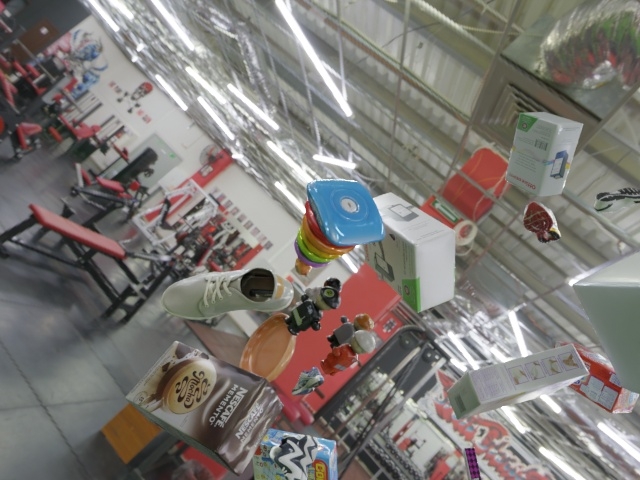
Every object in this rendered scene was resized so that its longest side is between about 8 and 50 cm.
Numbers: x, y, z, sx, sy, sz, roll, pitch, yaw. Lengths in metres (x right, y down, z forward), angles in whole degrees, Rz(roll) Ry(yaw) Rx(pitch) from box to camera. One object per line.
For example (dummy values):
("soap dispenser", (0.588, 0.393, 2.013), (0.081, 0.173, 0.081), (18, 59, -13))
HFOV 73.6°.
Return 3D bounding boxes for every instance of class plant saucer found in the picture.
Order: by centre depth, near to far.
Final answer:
("plant saucer", (-0.129, 0.281, 1.085), (0.037, 0.200, 0.200), (39, -4, -27))

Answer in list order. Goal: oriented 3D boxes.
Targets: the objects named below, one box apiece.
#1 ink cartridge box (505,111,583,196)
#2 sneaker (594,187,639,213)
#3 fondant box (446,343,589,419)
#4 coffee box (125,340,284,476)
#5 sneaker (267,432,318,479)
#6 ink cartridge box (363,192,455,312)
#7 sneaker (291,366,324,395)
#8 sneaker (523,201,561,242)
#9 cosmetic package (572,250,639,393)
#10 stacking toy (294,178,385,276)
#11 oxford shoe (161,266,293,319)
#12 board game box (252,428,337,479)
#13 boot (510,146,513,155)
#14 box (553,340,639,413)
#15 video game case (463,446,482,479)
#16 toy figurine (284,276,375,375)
("ink cartridge box", (0.645, -0.254, 1.254), (0.154, 0.093, 0.212), (-121, -151, -58))
("sneaker", (0.661, -0.087, 0.950), (0.040, 0.109, 0.043), (-91, 173, -47))
("fondant box", (0.570, 0.424, 1.270), (0.238, 0.331, 0.096), (89, -14, -58))
("coffee box", (-0.254, 0.354, 0.940), (0.298, 0.168, 0.118), (9, -44, 33))
("sneaker", (-0.115, 0.743, 1.398), (0.153, 0.234, 0.094), (21, -3, -5))
("ink cartridge box", (0.214, 0.020, 1.097), (0.273, 0.115, 0.198), (-134, -151, -56))
("sneaker", (-0.041, 0.416, 1.266), (0.052, 0.135, 0.058), (15, 45, -41))
("sneaker", (0.737, -0.072, 1.441), (0.088, 0.092, 0.225), (-17, -34, 33))
("cosmetic package", (0.949, 0.172, 1.050), (0.327, 0.394, 0.329), (101, -35, -85))
("stacking toy", (0.000, 0.000, 1.040), (0.302, 0.166, 0.175), (-51, -127, 48))
("oxford shoe", (-0.316, 0.166, 1.408), (0.130, 0.450, 0.169), (69, 20, -62))
("board game box", (-0.093, 0.871, 1.591), (0.086, 0.302, 0.307), (-43, 133, -65))
("boot", (0.668, -0.265, 1.430), (0.042, 0.086, 0.118), (2, -36, 46))
("box", (0.937, 0.464, 1.477), (0.123, 0.128, 0.257), (10, 11, -26))
("video game case", (0.538, 0.855, 1.474), (0.210, 0.042, 0.231), (65, 18, -52))
("toy figurine", (0.036, 0.203, 1.077), (0.213, 0.148, 0.209), (50, 14, -1))
